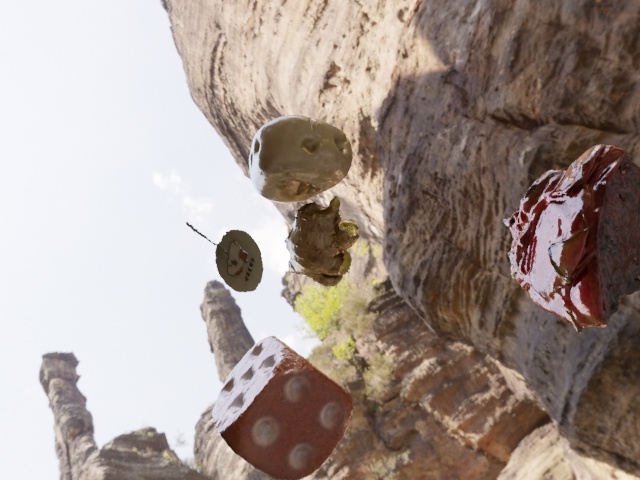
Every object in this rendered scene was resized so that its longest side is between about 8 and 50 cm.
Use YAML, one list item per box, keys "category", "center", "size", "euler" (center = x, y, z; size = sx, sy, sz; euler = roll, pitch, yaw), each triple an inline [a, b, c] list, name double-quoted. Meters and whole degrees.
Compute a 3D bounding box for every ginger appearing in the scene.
- category: "ginger"
  center: [0.000, 0.000, 0.959]
  size: [0.102, 0.157, 0.216]
  euler: [-46, -21, -54]

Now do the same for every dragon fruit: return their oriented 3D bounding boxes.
- category: "dragon fruit"
  center: [0.455, -0.007, 0.932]
  size: [0.228, 0.329, 0.286]
  euler: [47, -107, -20]

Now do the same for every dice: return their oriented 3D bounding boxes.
- category: "dice"
  center: [-0.064, 0.284, 0.777]
  size: [0.174, 0.175, 0.179]
  euler: [42, -105, -18]

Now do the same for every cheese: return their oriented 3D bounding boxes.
- category: "cheese"
  center: [-0.041, -0.161, 0.936]
  size: [0.218, 0.117, 0.235]
  euler: [-10, -16, 4]

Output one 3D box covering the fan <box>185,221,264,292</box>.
- category: "fan"
  center: [-0.288, 0.026, 1.342]
  size: [0.009, 0.329, 0.190]
  euler: [-18, -46, -55]
